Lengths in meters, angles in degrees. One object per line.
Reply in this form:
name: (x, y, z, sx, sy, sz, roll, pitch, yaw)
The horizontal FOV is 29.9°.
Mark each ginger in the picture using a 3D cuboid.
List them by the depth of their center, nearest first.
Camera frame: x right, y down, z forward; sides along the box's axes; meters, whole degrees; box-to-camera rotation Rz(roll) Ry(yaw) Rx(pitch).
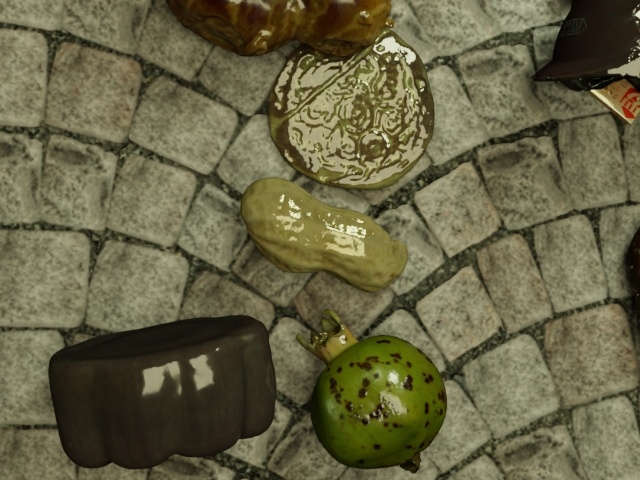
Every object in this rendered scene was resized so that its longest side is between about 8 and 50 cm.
ginger: (-0.078, -0.390, 1.651, 0.357, 0.152, 0.274, -1, 91, -4)

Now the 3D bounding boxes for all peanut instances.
peanut: (0.000, 0.000, 1.698, 0.256, 0.123, 0.123, 26, 87, -12)

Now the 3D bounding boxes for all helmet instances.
helmet: (0.450, -0.290, 1.675, 0.305, 0.225, 0.177, 4, 97, -24)

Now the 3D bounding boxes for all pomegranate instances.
pomegranate: (0.059, 0.217, 1.687, 0.246, 0.198, 0.198, 23, 87, 27)

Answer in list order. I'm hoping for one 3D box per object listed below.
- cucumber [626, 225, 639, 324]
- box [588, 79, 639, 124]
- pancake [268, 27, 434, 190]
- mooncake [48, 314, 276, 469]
cucumber: (0.530, 0.143, 1.789, 0.096, 0.096, 0.359, -16, 95, -8)
box: (0.448, -0.225, 1.808, 0.093, 0.015, 0.058, 37, 87, -7)
pancake: (0.050, -0.191, 1.740, 0.250, 0.031, 0.250, 0, 91, -8)
mooncake: (-0.207, 0.196, 1.591, 0.306, 0.306, 0.154, -9, 99, -8)
